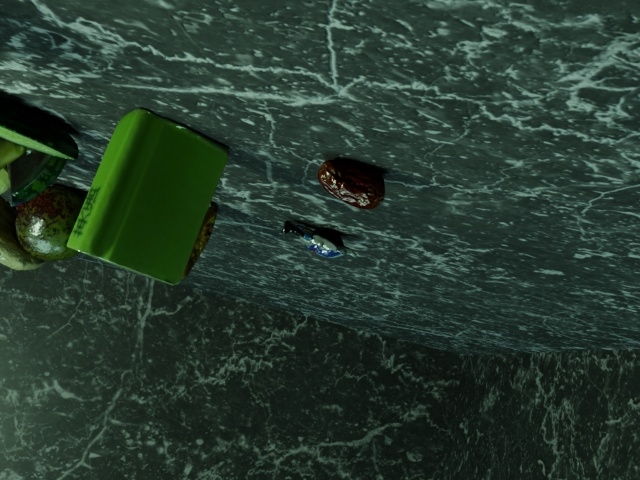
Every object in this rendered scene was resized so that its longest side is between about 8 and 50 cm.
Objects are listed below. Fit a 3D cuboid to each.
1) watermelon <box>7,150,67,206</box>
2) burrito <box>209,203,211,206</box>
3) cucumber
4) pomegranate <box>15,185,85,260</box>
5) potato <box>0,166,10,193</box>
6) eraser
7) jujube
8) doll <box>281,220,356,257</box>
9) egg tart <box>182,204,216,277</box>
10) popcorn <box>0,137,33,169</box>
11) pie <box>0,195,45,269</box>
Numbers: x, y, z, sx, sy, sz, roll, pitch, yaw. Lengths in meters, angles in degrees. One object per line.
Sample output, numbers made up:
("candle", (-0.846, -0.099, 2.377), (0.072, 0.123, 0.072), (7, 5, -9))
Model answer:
("watermelon", (-0.652, -0.137, 1.780), (0.128, 0.146, 0.231), (17, 165, -22))
("burrito", (-0.289, -0.109, 1.789), (0.074, 0.044, 0.118), (6, 164, 13))
("cucumber", (-0.571, -0.219, 1.527), (0.115, 0.063, 0.243), (9, 168, 39))
("pomegranate", (-0.739, -0.064, 2.142), (0.247, 0.214, 0.214), (34, 175, 20))
("potato", (-0.841, -0.188, 1.984), (0.149, 0.081, 0.120), (23, 147, 42))
("eraser", (-0.306, -0.078, 1.432), (0.210, 0.274, 0.092), (25, 171, -38))
("jujube", (0.056, -0.102, 1.415), (0.129, 0.077, 0.077), (22, 165, -19))
("doll", (0.000, 0.000, 1.949), (0.195, 0.070, 0.096), (21, -170, -6))
("egg tart", (-0.355, -0.025, 1.949), (0.147, 0.203, 0.202), (26, 167, 0))
("popcorn", (-0.773, -0.131, 1.557), (0.321, 0.326, 0.290), (-11, -172, 25))
("pie", (-0.869, -0.042, 2.178), (0.338, 0.075, 0.337), (53, -177, -4))
